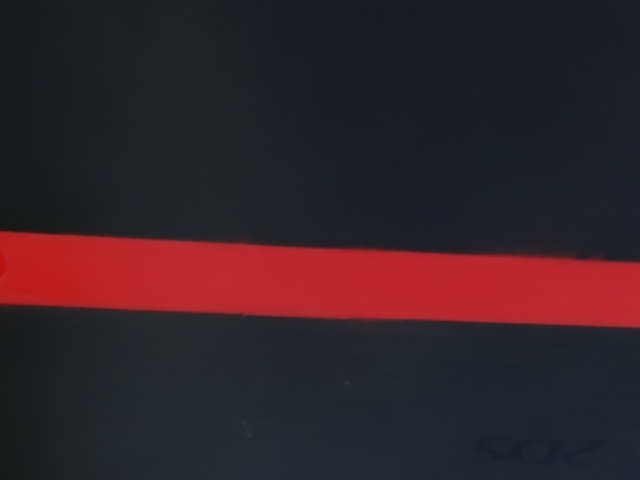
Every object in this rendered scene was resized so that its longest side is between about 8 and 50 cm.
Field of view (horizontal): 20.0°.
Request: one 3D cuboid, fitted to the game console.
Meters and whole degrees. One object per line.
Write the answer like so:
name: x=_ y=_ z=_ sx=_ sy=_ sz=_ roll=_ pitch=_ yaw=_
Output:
game console: x=0.000 y=0.000 z=0.543 sx=0.060 sy=0.386 sz=0.342 roll=-104 pitch=-156 yaw=-44
